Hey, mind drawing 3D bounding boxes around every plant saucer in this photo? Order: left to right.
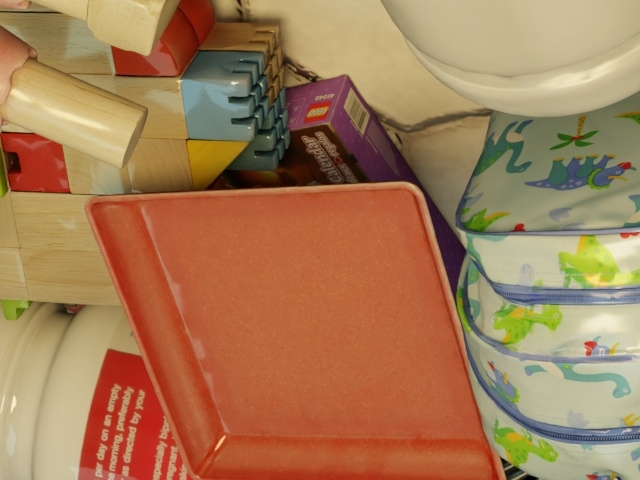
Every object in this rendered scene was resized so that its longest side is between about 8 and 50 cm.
[{"bbox_3d":[-0.010,0.062,1.340,0.258,0.048,0.259,-2,123,27],"label":"plant saucer"}]

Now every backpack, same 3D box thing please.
[{"bbox_3d":[0.212,0.006,1.233,0.290,0.355,0.273,5,139,20],"label":"backpack"}]

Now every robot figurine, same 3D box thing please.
[{"bbox_3d":[0.105,-0.202,1.027,0.300,0.200,0.353,25,162,38],"label":"robot figurine"}]

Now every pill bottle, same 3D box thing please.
[{"bbox_3d":[-0.090,0.162,1.565,0.408,0.229,0.229,11,142,9],"label":"pill bottle"}]

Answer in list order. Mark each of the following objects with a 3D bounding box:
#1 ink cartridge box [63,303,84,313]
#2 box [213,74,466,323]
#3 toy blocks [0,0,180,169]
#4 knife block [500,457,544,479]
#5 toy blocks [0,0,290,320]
[{"bbox_3d":[-0.210,0.082,1.751,0.115,0.067,0.198,26,141,-8],"label":"ink cartridge box"},{"bbox_3d":[0.000,0.000,1.563,0.201,0.057,0.293,-9,134,33],"label":"box"},{"bbox_3d":[-0.169,-0.262,1.131,0.260,0.288,0.309,23,144,2],"label":"toy blocks"},{"bbox_3d":[0.089,0.221,1.775,0.242,0.088,0.275,14,142,9],"label":"knife block"},{"bbox_3d":[-0.142,-0.098,1.392,0.261,0.191,0.381,2,120,14],"label":"toy blocks"}]
